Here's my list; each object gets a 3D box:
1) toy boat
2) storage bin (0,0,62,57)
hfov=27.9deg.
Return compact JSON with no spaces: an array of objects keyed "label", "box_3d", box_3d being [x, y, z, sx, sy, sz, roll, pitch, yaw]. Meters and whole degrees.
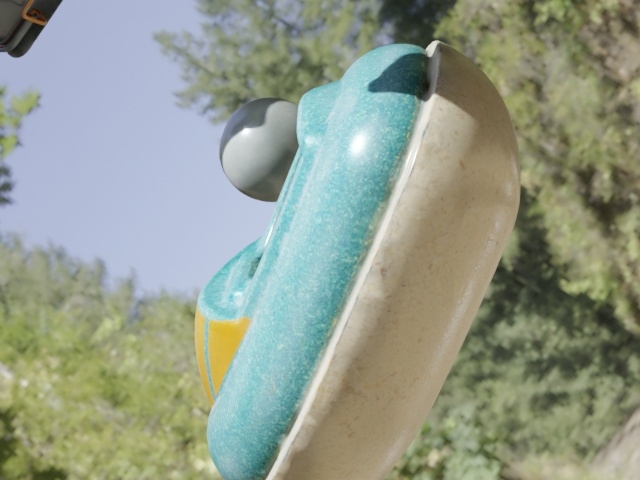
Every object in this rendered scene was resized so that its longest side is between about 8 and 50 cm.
[{"label":"toy boat","box_3d":[0.000,0.000,0.710,0.318,0.148,0.267,-82,14,-71]},{"label":"storage bin","box_3d":[-0.207,-0.180,0.790,0.091,0.098,0.135,0,-37,-46]}]
